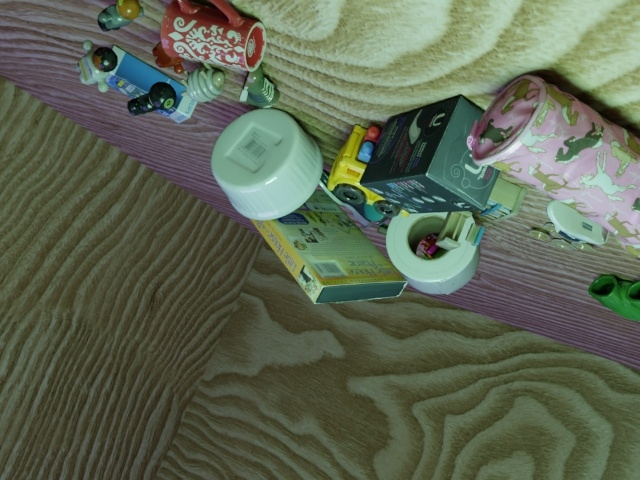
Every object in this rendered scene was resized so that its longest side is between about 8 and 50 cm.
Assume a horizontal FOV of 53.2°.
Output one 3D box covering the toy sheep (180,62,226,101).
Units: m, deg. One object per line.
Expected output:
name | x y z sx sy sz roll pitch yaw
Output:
toy sheep | -0.284 -0.375 1.534 0.132 0.091 0.091 -10 154 29

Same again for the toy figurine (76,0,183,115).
toy figurine | -0.385 -0.386 1.345 0.209 0.213 0.148 33 159 -35

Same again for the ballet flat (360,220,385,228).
ballet flat | 0.175 -0.085 2.212 0.067 0.073 0.206 53 165 -6

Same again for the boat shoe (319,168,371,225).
boat shoe | 0.088 -0.149 1.931 0.302 0.091 0.114 32 -159 -51

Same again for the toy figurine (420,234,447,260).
toy figurine | 0.329 -0.016 2.118 0.159 0.130 0.173 39 -166 -10

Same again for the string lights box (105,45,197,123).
string lights box | -0.481 -0.430 1.783 0.259 0.077 0.133 28 170 -24

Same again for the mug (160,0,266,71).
mug | -0.200 -0.384 1.182 0.169 0.113 0.150 19 172 14

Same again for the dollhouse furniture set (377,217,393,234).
dollhouse furniture set | 0.228 -0.053 2.169 0.058 0.076 0.152 22 172 8

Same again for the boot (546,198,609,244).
boot | 0.541 -0.037 1.405 0.190 0.069 0.086 26 169 -27

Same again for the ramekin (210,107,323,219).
ramekin | -0.145 -0.203 1.631 0.277 0.277 0.135 19 163 30

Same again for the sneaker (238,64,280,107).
sneaker | -0.128 -0.342 1.426 0.086 0.064 0.192 18 173 -11

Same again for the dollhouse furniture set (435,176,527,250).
dollhouse furniture set | 0.355 -0.049 1.455 0.129 0.184 0.129 24 172 -2

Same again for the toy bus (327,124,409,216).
toy bus | 0.146 -0.175 1.488 0.220 0.149 0.211 22 156 0

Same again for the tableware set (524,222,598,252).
tableware set | 0.606 -0.004 1.611 0.141 0.020 0.168 25 171 -8

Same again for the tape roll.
tape roll | 0.316 0.015 1.770 0.246 0.246 0.169 21 170 22

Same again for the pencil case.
pencil case | 0.422 -0.109 1.008 0.386 0.167 0.160 27 -156 -19

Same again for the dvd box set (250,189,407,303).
dvd box set | 0.000 0.000 1.709 0.307 0.062 0.420 -1 -141 -42

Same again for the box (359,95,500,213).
box | 0.218 -0.155 1.242 0.143 0.165 0.270 28 171 -20

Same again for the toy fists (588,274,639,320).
toy fists | 0.852 0.158 1.692 0.142 0.096 0.279 36 171 -12

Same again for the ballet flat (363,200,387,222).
ballet flat | 0.197 -0.114 1.790 0.096 0.095 0.280 -11 172 -11
